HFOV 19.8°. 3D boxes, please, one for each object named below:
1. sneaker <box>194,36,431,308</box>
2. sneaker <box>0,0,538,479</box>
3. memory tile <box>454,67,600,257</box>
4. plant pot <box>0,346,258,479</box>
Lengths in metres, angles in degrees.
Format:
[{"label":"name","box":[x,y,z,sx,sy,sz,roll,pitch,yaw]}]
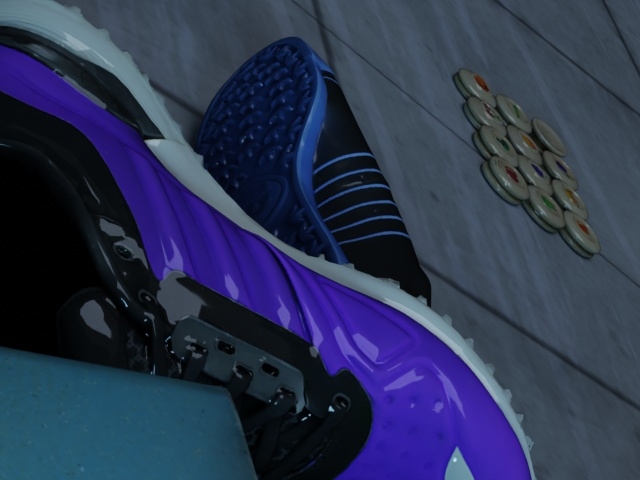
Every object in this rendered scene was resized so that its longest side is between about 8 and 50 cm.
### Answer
[{"label":"sneaker","box":[0.000,0.000,0.851,0.090,0.081,0.232,44,23,-35]},{"label":"sneaker","box":[-0.051,0.045,0.664,0.293,0.102,0.146,40,28,-7]},{"label":"memory tile","box":[0.143,-0.056,1.267,0.113,0.012,0.148,34,26,-29]},{"label":"plant pot","box":[-0.136,0.109,0.321,0.234,0.165,0.165,21,34,-36]}]
